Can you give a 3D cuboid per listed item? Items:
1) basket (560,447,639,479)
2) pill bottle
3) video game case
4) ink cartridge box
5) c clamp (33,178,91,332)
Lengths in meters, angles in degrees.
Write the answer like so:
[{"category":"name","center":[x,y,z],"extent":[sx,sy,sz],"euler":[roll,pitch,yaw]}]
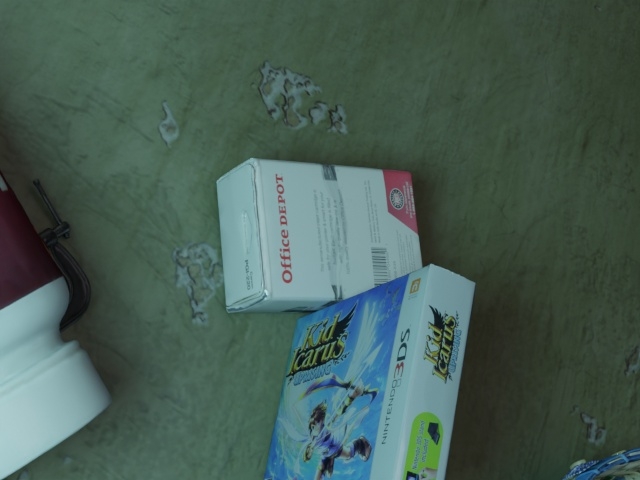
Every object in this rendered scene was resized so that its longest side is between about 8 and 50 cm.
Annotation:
[{"category":"basket","center":[0.386,0.342,1.343],"extent":[0.254,0.289,0.201],"euler":[-4,83,-37]},{"category":"pill bottle","center":[-0.356,0.018,0.989],"extent":[0.224,0.224,0.392],"euler":[-33,95,-35]},{"category":"video game case","center":[0.038,0.172,1.175],"extent":[0.061,0.269,0.244],"euler":[24,64,-23]},{"category":"ink cartridge box","center":[0.000,0.000,1.311],"extent":[0.217,0.092,0.159],"euler":[3,74,-34]},{"category":"c clamp","center":[-0.297,0.039,1.150],"extent":[0.161,0.022,0.137],"euler":[-46,108,-35]}]
